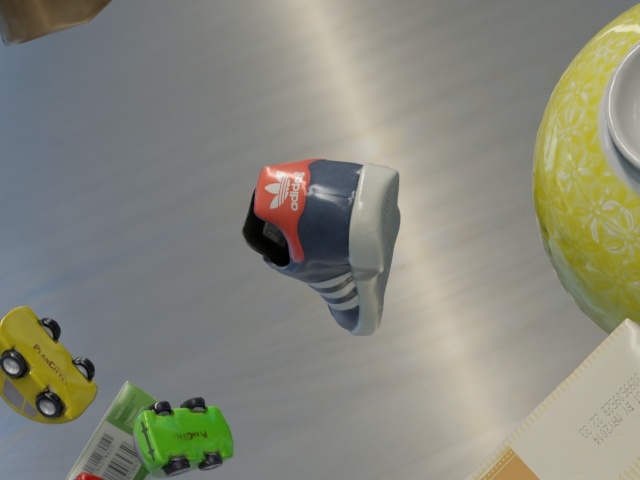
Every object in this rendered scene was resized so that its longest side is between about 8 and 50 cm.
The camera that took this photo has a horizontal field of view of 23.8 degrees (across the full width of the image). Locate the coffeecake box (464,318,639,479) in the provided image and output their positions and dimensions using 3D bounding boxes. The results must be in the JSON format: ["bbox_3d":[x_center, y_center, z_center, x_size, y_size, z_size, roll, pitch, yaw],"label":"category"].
[{"bbox_3d":[0.113,0.111,0.601,0.142,0.068,0.185,-47,-22,10],"label":"coffeecake box"}]

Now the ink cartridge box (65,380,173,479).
[{"bbox_3d":[-0.184,0.203,1.410,0.109,0.062,0.209,-58,0,-14],"label":"ink cartridge box"}]

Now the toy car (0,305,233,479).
[{"bbox_3d":[-0.162,0.170,1.229,0.053,0.239,0.225,-32,-22,33],"label":"toy car"}]

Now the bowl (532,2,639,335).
[{"bbox_3d":[0.268,-0.068,1.039,0.290,0.156,0.289,-9,68,22],"label":"bowl"}]

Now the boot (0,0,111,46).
[{"bbox_3d":[-0.177,-0.170,0.728,0.089,0.269,0.236,34,74,19],"label":"boot"}]

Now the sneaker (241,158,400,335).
[{"bbox_3d":[0.000,0.000,1.539,0.148,0.350,0.131,10,70,5],"label":"sneaker"}]
